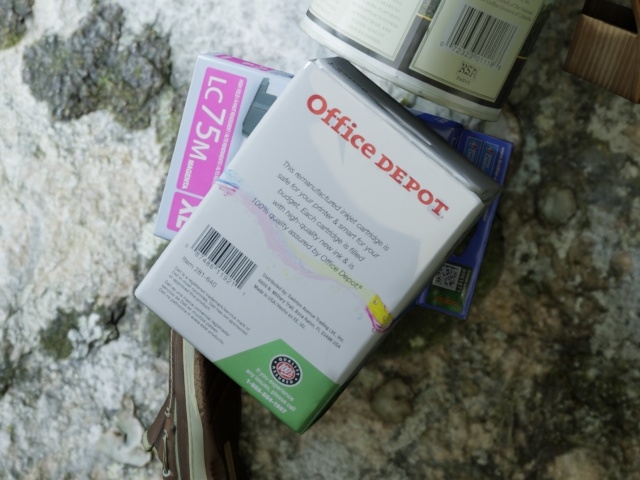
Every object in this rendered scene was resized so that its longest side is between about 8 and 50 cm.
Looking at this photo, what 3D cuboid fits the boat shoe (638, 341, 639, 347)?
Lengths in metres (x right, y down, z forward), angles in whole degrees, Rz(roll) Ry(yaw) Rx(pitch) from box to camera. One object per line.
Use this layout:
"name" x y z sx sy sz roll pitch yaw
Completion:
"boat shoe" 0.393 -0.002 1.673 0.120 0.122 0.324 33 102 12

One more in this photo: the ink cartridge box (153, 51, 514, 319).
"ink cartridge box" 0.010 -0.049 1.799 0.311 0.065 0.186 17 100 11

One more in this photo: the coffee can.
"coffee can" 0.127 -0.271 1.671 0.201 0.201 0.275 28 102 10

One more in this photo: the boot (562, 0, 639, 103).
"boot" 0.350 -0.226 1.638 0.220 0.109 0.283 18 120 5

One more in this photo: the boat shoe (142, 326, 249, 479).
"boat shoe" -0.132 0.187 1.843 0.095 0.095 0.257 -4 95 21

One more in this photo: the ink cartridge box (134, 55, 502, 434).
"ink cartridge box" 0.000 0.000 1.714 0.201 0.117 0.278 40 106 7
